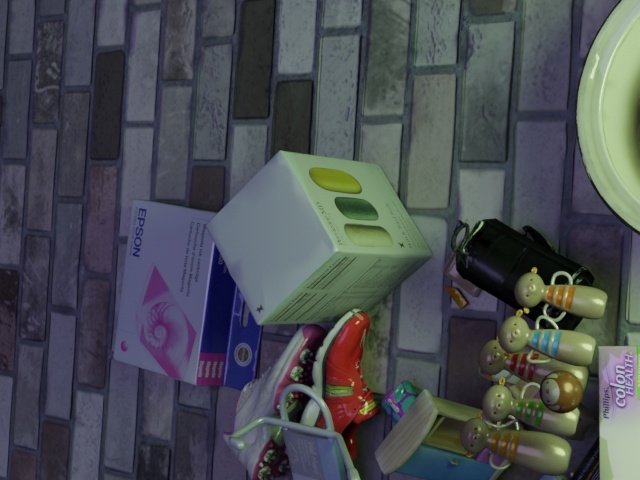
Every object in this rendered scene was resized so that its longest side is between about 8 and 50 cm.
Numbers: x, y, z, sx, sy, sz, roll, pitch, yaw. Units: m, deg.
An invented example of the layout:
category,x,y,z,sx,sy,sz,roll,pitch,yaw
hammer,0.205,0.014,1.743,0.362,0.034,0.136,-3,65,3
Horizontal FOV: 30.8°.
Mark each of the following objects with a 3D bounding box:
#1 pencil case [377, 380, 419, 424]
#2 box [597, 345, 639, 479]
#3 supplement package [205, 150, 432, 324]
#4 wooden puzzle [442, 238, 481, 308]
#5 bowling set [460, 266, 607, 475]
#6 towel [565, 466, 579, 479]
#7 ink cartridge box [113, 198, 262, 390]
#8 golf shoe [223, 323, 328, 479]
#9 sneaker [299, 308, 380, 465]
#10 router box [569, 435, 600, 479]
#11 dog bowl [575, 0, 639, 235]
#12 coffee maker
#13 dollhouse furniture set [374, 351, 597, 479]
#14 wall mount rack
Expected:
category,x,y,z,sx,sy,sz,roll,pitch,yaw
pencil case,0.156,0.303,1.865,0.064,0.070,0.152,-47,62,26
box,0.496,0.247,1.528,0.242,0.117,0.214,-3,81,23
supplement package,0.000,0.000,1.879,0.198,0.262,0.199,-43,64,29
wooden puzzle,0.237,0.045,1.851,0.078,0.014,0.116,45,114,26
bowling set,0.276,0.167,1.534,0.154,0.200,0.287,13,83,15
towel,0.380,0.371,1.723,0.083,0.009,0.060,-37,67,31
ink cartridge box,-0.247,0.100,2.194,0.330,0.071,0.324,10,93,39
golf shoe,-0.085,0.269,2.032,0.140,0.115,0.306,34,107,38
sneaker,0.053,0.247,1.943,0.118,0.107,0.279,23,112,29
router box,0.437,0.341,1.649,0.133,0.046,0.179,38,106,31
dog bowl,0.546,-0.175,1.510,0.408,0.150,0.408,-9,76,39
coffee maker,0.294,0.054,1.703,0.178,0.171,0.120,32,109,35
dollhouse furniture set,0.264,0.345,1.634,0.286,0.198,0.303,-56,35,22
wall mount rack,0.000,0.418,1.867,0.304,0.130,0.350,5,115,43
